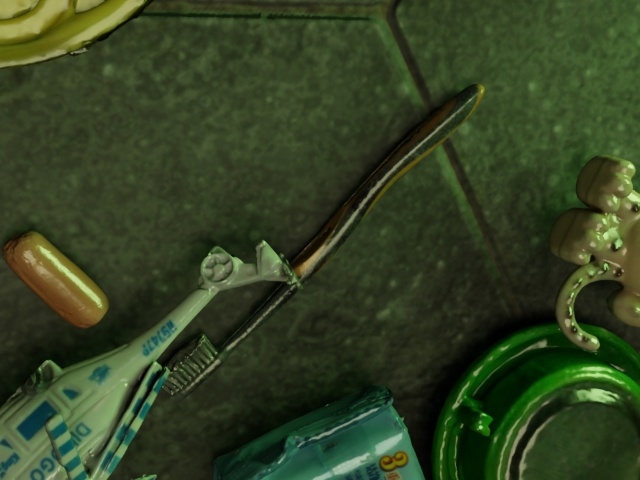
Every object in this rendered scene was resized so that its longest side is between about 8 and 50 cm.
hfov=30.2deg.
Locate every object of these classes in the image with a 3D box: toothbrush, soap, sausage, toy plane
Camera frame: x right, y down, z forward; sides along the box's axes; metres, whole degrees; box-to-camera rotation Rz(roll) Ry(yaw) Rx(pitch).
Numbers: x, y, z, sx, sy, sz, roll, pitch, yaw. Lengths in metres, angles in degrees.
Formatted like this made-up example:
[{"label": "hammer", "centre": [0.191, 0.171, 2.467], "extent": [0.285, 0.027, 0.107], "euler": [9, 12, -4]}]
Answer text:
[{"label": "toothbrush", "centre": [0.002, 0.002, 0.859], "extent": [0.321, 0.023, 0.031], "euler": [-43, 120, 3]}, {"label": "soap", "centre": [0.024, 0.249, 0.938], "extent": [0.156, 0.077, 0.293], "euler": [-23, 118, -9]}, {"label": "sausage", "centre": [-0.179, 0.027, 0.804], "extent": [0.034, 0.034, 0.083], "euler": [-42, 117, 2]}, {"label": "toy plane", "centre": [-0.145, 0.091, 0.792], "extent": [0.273, 0.107, 0.182], "euler": [-55, 154, 5]}]

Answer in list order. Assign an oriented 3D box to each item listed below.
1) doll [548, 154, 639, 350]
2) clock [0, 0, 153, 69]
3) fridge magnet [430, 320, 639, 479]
[{"label": "doll", "centre": [0.301, 0.035, 0.918], "extent": [0.278, 0.119, 0.154], "euler": [18, 93, -21]}, {"label": "clock", "centre": [-0.193, -0.241, 0.669], "extent": [0.277, 0.071, 0.293], "euler": [21, 95, -13]}, {"label": "fridge magnet", "centre": [0.187, 0.166, 0.946], "extent": [0.208, 0.088, 0.208], "euler": [-4, 102, -19]}]
